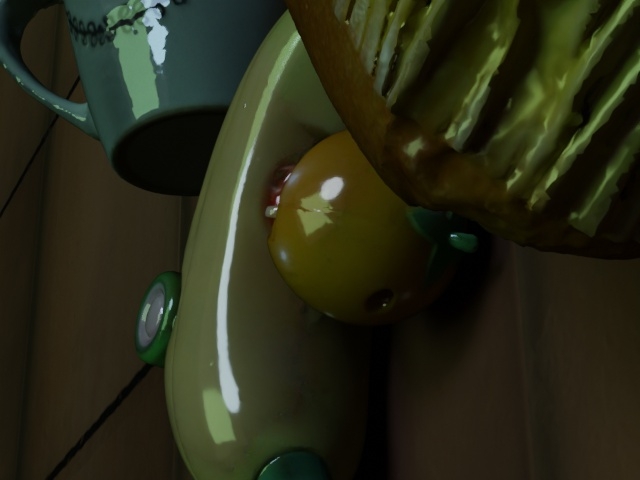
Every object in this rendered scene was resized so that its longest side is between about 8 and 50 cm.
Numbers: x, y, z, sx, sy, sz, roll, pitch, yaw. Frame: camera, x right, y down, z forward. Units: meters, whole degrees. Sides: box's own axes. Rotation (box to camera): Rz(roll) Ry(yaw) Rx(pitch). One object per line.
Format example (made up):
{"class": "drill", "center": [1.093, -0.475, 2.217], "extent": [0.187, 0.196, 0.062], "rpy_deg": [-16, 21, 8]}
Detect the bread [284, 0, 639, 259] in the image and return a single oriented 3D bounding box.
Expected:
{"class": "bread", "center": [0.074, -0.117, 0.649], "extent": [0.156, 0.204, 0.288], "rpy_deg": [-59, 33, 29]}

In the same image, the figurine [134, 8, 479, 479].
{"class": "figurine", "center": [0.000, 0.000, 0.873], "extent": [0.222, 0.124, 0.324], "rpy_deg": [6, 80, 68]}

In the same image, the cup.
{"class": "cup", "center": [-0.127, -0.152, 1.119], "extent": [0.258, 0.186, 0.234], "rpy_deg": [-16, 64, 21]}
